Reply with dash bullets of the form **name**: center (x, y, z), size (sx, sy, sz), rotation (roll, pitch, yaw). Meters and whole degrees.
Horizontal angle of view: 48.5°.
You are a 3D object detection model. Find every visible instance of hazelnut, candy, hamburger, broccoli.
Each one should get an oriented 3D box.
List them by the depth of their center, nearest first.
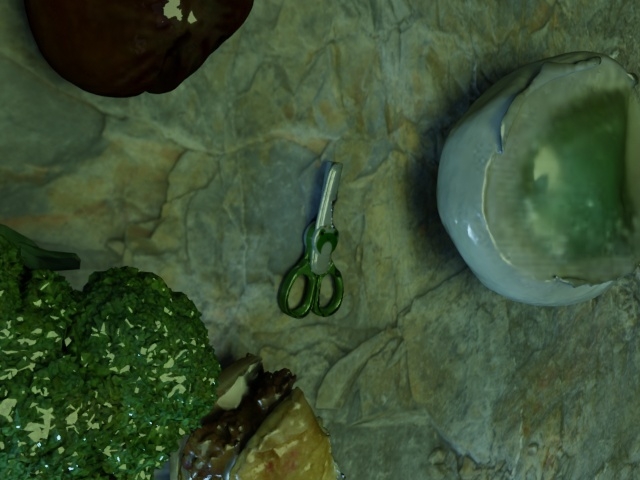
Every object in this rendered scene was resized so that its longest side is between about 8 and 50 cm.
- **broccoli**: center (-0.281, 0.118, 0.520), size (0.413, 0.310, 0.321), rotation (2, 93, -7)
- **hazelnut**: center (-0.153, -0.220, 0.633), size (0.204, 0.178, 0.178), rotation (-18, 112, -37)
- **hamburger**: center (-0.073, 0.286, 0.830), size (0.245, 0.155, 0.282), rotation (28, 84, -39)
- **candy**: center (0.337, -0.087, 1.079), size (0.426, 0.186, 0.386), rotation (-9, 98, -37)

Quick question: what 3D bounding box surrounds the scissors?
- **scissors**: center (0.000, 0.000, 0.912), size (0.101, 0.027, 0.205), rotation (0, 102, -44)
